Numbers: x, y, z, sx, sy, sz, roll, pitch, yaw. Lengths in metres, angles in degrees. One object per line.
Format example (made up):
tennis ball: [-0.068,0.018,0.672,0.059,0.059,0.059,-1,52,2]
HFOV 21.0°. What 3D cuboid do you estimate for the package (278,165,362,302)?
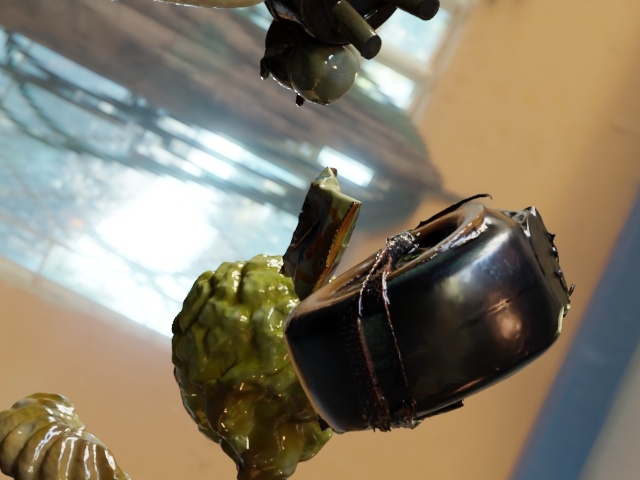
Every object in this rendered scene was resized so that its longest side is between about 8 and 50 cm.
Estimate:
package: [0.000,-0.001,1.470,0.121,0.031,0.108,-122,-126,-70]

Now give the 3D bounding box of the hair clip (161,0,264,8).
hair clip: [-0.123,-0.202,1.120,0.071,0.218,0.159,-58,-154,26]

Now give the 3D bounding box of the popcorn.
popcorn: [-0.056,0.150,1.905,0.237,0.206,0.251,-38,-129,47]

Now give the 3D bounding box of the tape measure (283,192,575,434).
tape measure: [0.079,0.061,1.275,0.202,0.135,0.223,-22,-173,36]

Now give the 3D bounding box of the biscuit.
biscuit: [-0.239,0.190,1.583,0.183,0.118,0.061,39,-65,50]

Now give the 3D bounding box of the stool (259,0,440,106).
stool: [0.015,-0.193,1.406,0.121,0.125,0.217,39,-56,36]
